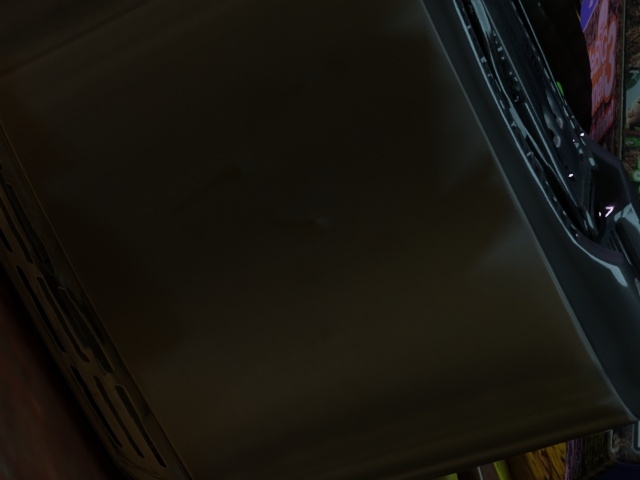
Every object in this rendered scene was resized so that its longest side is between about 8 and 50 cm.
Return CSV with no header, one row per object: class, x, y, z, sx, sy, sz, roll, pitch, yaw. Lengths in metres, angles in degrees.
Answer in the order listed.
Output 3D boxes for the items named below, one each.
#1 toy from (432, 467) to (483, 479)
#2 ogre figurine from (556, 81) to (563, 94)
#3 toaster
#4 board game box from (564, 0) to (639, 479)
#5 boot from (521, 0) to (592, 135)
toy,0.000,0.000,0.646,0.137,0.056,0.237,-140,-150,-75
ogre figurine,0.067,-0.067,0.919,0.118,0.096,0.197,-85,176,-67
toaster,-0.008,-0.032,0.510,0.227,0.146,0.129,63,14,-12
board game box,0.254,-0.009,0.992,0.141,0.232,0.291,101,-6,-75
boot,0.053,-0.190,1.066,0.223,0.118,0.338,-79,146,-75
